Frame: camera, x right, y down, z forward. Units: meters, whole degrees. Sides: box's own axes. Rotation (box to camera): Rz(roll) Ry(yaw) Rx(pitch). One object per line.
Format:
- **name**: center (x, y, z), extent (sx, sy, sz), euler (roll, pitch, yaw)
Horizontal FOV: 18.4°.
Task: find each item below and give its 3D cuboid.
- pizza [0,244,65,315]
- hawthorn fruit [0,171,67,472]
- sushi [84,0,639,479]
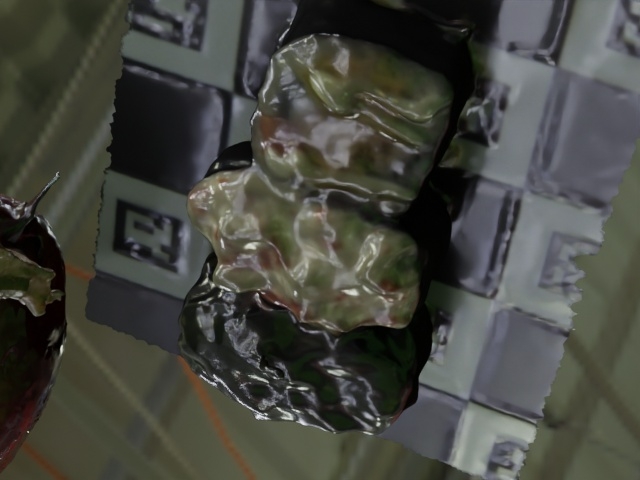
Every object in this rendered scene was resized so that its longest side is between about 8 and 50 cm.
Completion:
- **pizza**: center (-0.137, -0.001, 0.607), extent (0.099, 0.100, 0.029), euler (53, -121, -79)
- **hawthorn fruit**: center (-0.216, 0.043, 1.151), extent (0.235, 0.181, 0.181), euler (-45, -41, 17)
- **sushi**: center (0.000, 0.000, 1.080), extent (0.100, 0.296, 0.373), euler (-61, -11, -46)
